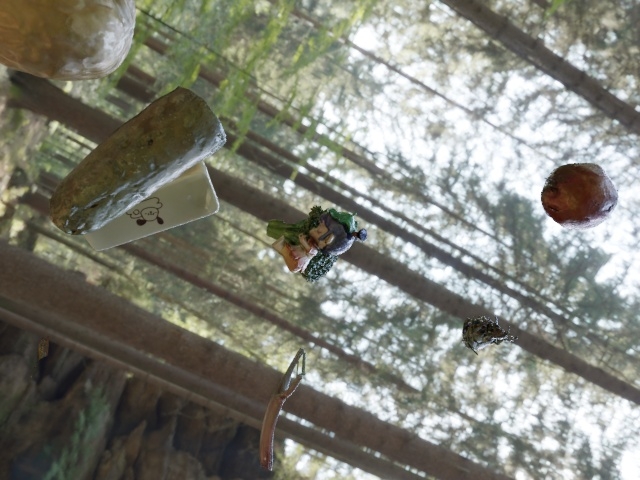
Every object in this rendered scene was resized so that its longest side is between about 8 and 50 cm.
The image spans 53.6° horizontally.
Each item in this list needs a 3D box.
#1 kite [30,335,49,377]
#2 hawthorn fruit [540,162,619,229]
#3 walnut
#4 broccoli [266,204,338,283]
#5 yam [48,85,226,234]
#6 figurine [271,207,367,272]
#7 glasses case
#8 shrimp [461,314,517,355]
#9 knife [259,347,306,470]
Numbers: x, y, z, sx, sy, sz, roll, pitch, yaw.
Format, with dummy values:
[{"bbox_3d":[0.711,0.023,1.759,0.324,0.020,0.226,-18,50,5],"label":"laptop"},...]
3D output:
[{"bbox_3d":[-0.489,0.205,1.110,0.044,0.002,0.078,0,-103,41],"label":"kite"},{"bbox_3d":[0.626,-0.118,1.590,0.181,0.235,0.181,-30,-125,53],"label":"hawthorn fruit"},{"bbox_3d":[-0.642,-0.555,1.547,0.381,0.381,0.381,-56,-165,24],"label":"walnut"},{"bbox_3d":[-0.039,-0.008,1.520,0.194,0.194,0.219,-57,163,21],"label":"broccoli"},{"bbox_3d":[-0.317,-0.126,1.078,0.330,0.133,0.133,-38,-165,0],"label":"yam"},{"bbox_3d":[0.000,0.000,1.382,0.195,0.102,0.111,-30,-170,1],"label":"figurine"},{"bbox_3d":[-0.401,-0.084,1.469,0.070,0.312,0.131,-114,-172,-48],"label":"glasses case"},{"bbox_3d":[0.301,0.178,1.162,0.174,0.082,0.076,99,9,-80],"label":"shrimp"},{"bbox_3d":[-0.088,0.360,1.327,0.123,0.053,0.278,-76,-176,-69],"label":"knife"}]
